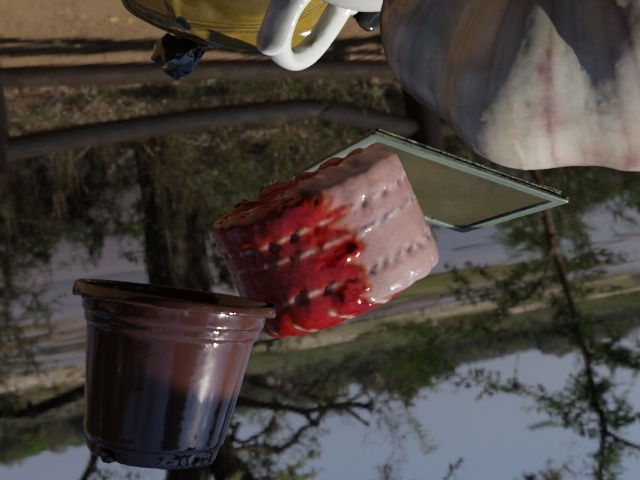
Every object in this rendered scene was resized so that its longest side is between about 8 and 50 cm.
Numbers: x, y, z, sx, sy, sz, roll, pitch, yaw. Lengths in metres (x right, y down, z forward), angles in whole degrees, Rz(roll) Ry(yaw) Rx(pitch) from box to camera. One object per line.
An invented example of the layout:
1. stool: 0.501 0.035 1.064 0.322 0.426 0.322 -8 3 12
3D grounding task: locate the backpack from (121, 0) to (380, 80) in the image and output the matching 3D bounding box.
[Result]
1. backpack: -0.083 -0.362 1.030 0.378 0.353 0.201 32 168 30

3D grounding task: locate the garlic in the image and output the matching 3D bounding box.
1. garlic: 0.174 -0.127 0.511 0.245 0.245 0.253 -13 147 22

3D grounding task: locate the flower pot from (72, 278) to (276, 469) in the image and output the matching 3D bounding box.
1. flower pot: -0.083 0.072 0.460 0.111 0.089 0.111 8 178 0

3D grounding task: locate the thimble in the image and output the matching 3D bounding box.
1. thimble: 0.002 0.000 0.760 0.190 0.124 0.163 -19 -170 43

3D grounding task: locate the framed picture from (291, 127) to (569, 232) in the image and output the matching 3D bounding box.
1. framed picture: 0.126 -0.067 1.036 0.275 0.017 0.217 16 163 -25

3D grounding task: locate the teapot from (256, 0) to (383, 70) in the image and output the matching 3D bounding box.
1. teapot: 0.034 -0.276 0.675 0.204 0.298 0.139 23 -157 17
